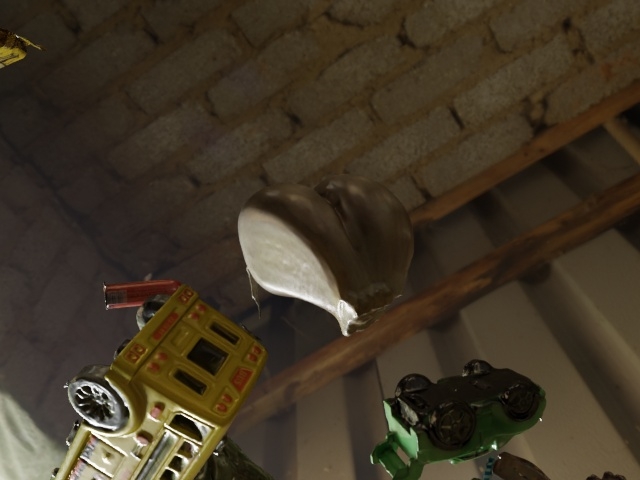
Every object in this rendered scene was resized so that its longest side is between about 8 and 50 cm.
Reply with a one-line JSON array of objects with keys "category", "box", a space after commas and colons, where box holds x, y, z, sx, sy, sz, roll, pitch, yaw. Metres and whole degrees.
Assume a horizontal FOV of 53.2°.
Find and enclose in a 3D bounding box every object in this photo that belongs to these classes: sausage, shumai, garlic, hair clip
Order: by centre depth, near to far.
[{"category": "garlic", "box": [0.000, 0.000, 1.084, 0.232, 0.245, 0.340, -32, -164, -31]}, {"category": "sausage", "box": [-0.298, 0.088, 1.102, 0.146, 0.048, 0.050, -5, -151, -16]}, {"category": "hair clip", "box": [0.454, 0.470, 1.135, 0.301, 0.069, 0.173, 26, -98, 29]}, {"category": "shumai", "box": [-0.246, 0.464, 1.350, 0.304, 0.263, 0.309, -8, 164, -27]}]

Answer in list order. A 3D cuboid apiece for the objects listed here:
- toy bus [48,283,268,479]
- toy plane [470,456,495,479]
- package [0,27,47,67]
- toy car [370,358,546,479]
[{"category": "toy bus", "box": [-0.188, 0.209, 0.666, 0.330, 0.152, 0.144, -56, -178, 33]}, {"category": "toy plane", "box": [0.362, 0.538, 1.193, 0.182, 0.107, 0.273, -39, -146, -20]}, {"category": "package", "box": [-0.491, -0.290, 0.963, 0.131, 0.047, 0.071, -20, -178, 5]}, {"category": "toy car", "box": [0.285, 0.375, 1.340, 0.359, 0.176, 0.213, -10, -172, -16]}]
